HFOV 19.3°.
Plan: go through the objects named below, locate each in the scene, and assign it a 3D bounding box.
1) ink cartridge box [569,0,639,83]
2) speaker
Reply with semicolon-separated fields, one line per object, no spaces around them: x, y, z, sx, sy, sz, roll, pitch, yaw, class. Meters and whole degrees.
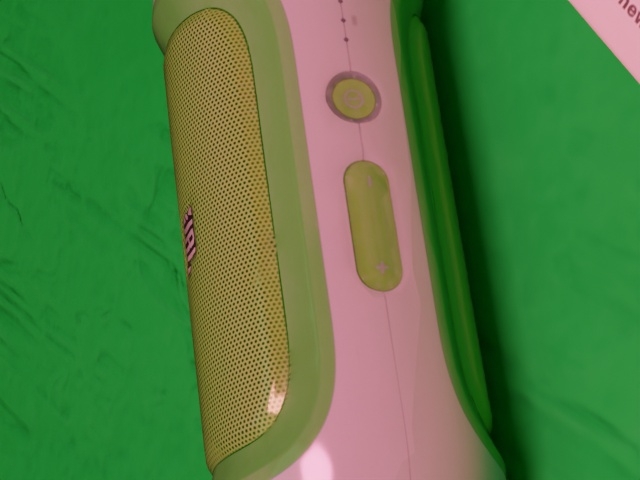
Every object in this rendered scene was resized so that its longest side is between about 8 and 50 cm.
0.212;-0.129;0.436;0.115;0.198;0.273;56;128;31;ink cartridge box
0.000;0.000;0.798;0.131;0.131;0.297;-34;57;48;speaker
